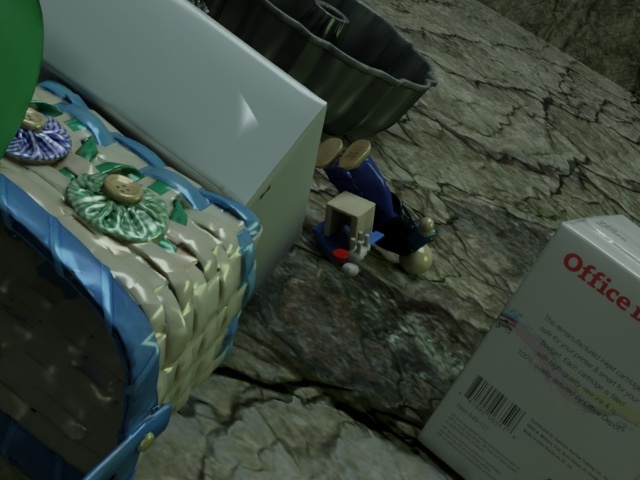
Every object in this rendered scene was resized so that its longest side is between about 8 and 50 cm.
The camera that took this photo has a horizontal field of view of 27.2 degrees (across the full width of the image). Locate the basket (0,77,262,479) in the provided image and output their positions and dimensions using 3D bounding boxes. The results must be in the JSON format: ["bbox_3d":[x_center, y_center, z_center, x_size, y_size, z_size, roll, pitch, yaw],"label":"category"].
[{"bbox_3d":[-0.194,0.045,0.733,0.255,0.201,0.289,33,50,16],"label":"basket"}]

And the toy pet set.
[{"bbox_3d":[0.000,0.000,1.316,0.122,0.065,0.114,25,37,26],"label":"toy pet set"}]

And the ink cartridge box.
[{"bbox_3d":[0.235,0.118,1.129,0.171,0.233,0.168,39,20,19],"label":"ink cartridge box"}]

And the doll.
[{"bbox_3d":[0.067,-0.027,1.384,0.129,0.046,0.189,7,-36,41],"label":"doll"}]

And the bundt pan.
[{"bbox_3d":[-0.017,-0.248,1.710,0.331,0.124,0.331,29,22,-13],"label":"bundt pan"}]

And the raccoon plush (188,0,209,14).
[{"bbox_3d":[-0.130,-0.327,1.319,0.446,0.299,0.216,46,22,27],"label":"raccoon plush"}]

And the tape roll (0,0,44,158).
[{"bbox_3d":[-0.309,-0.091,0.693,0.321,0.321,0.077,52,-9,38],"label":"tape roll"}]

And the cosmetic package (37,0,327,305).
[{"bbox_3d":[-0.143,-0.094,0.983,0.284,0.097,0.377,39,-12,5],"label":"cosmetic package"}]
